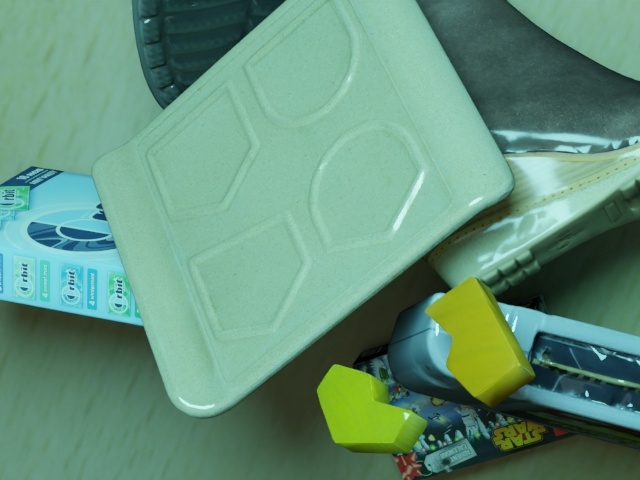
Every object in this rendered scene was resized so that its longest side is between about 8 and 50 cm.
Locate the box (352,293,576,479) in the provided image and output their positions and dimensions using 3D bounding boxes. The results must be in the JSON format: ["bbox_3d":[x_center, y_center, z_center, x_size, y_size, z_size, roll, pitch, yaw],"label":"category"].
[{"bbox_3d":[0.101,0.100,1.154,0.137,0.027,0.094,-20,102,23],"label":"box"}]

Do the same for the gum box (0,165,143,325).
[{"bbox_3d":[-0.140,0.002,1.128,0.184,0.157,0.041,9,111,16],"label":"gum box"}]

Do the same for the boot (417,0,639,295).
[{"bbox_3d":[0.134,-0.099,1.016,0.248,0.090,0.207,-27,63,0],"label":"boot"}]

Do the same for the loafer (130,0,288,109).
[{"bbox_3d":[-0.057,-0.247,1.051,0.133,0.130,0.366,-4,121,-15],"label":"loafer"}]

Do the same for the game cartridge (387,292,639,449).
[{"bbox_3d":[0.190,0.093,1.019,0.294,0.196,0.060,14,86,-3],"label":"game cartridge"}]

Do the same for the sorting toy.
[{"bbox_3d":[0.000,0.000,0.970,0.229,0.041,0.307,-36,51,16],"label":"sorting toy"}]
